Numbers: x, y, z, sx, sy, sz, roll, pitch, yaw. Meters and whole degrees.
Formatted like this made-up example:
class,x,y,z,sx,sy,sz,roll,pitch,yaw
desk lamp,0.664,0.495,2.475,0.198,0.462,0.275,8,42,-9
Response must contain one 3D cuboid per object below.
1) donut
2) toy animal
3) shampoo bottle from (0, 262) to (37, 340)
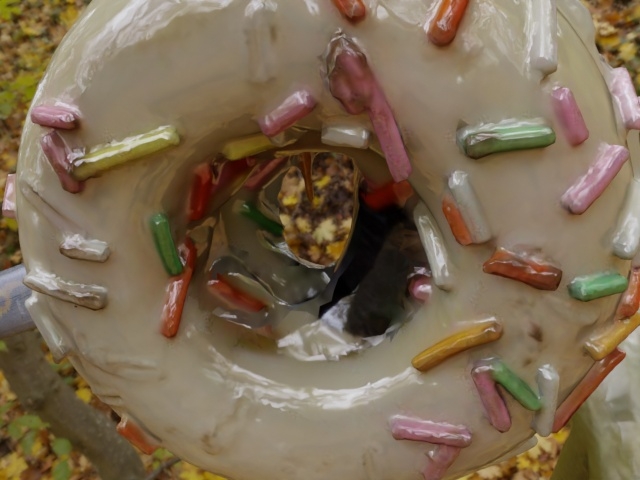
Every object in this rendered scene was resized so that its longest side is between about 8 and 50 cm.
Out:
class,x,y,z,sx,sy,sz,roll,pitch,yaw
donut,0.000,0.000,0.405,0.383,0.382,0.142,-21,20,19
toy animal,0.292,0.213,0.602,0.181,0.180,0.362,-7,46,14
shampoo bottle,-0.428,0.088,0.924,0.234,0.087,0.049,-18,-4,13
